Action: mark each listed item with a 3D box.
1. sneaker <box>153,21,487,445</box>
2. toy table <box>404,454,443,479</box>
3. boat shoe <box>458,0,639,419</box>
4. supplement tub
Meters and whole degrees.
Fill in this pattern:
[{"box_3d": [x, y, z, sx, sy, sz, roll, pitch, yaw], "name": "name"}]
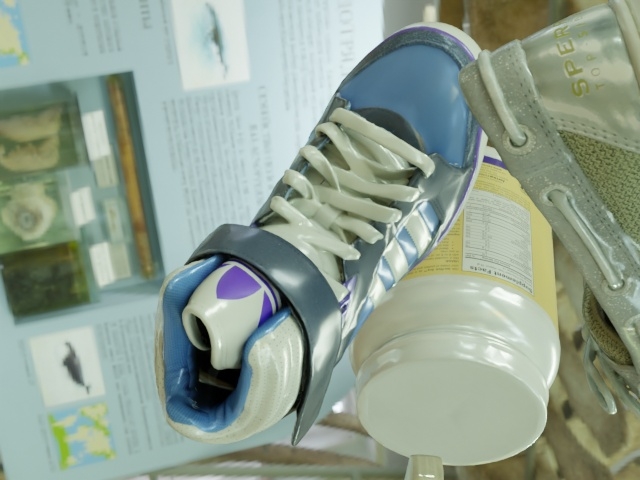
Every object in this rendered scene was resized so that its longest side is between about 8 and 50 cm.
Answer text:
[{"box_3d": [-0.001, 0.000, 0.626, 0.323, 0.130, 0.236, -59, 170, 19], "name": "sneaker"}, {"box_3d": [0.073, 0.318, 0.752, 0.161, 0.274, 0.252, -86, -166, -53], "name": "toy table"}, {"box_3d": [0.158, 0.009, 0.467, 0.320, 0.103, 0.118, 56, 24, -49], "name": "boat shoe"}, {"box_3d": [0.159, 0.070, 1.087, 0.241, 0.241, 0.331, 92, 6, -46], "name": "supplement tub"}]
